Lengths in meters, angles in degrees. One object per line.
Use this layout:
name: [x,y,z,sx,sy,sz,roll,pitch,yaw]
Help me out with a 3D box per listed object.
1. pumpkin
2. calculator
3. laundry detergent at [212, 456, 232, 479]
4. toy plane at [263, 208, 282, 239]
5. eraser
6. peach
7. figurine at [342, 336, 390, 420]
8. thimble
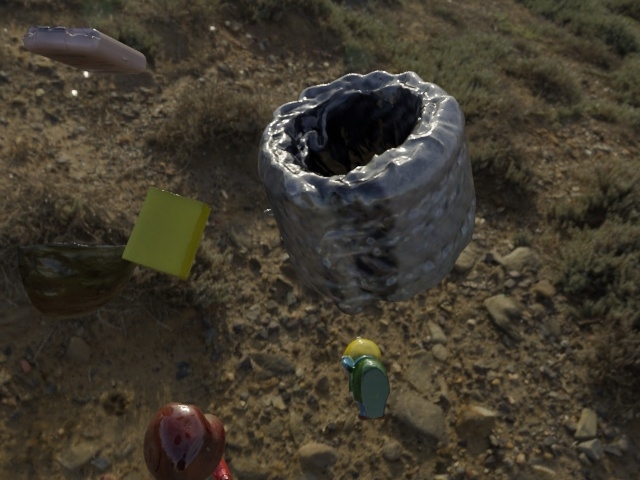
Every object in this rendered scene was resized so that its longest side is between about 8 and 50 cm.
pumpkin: [-0.429,0.077,1.095,0.169,0.312,0.148,0,90,3]
calculator: [-0.302,-0.247,0.740,0.100,0.032,0.175,5,6,9]
laundry detergent: [-0.260,0.538,1.378,0.049,0.097,0.165,-34,32,-18]
toy plane: [-0.010,0.000,1.089,0.182,0.273,0.107,4,76,0]
eraser: [-0.235,-0.011,0.871,0.097,0.045,0.122,16,80,12]
peach: [-0.246,0.379,1.030,0.152,0.152,0.152,8,51,-10]
figurine: [0.124,0.378,1.562,0.127,0.234,0.185,-11,101,-13]
thimble: [0.045,-0.061,0.583,0.217,0.157,0.245,-9,39,16]
